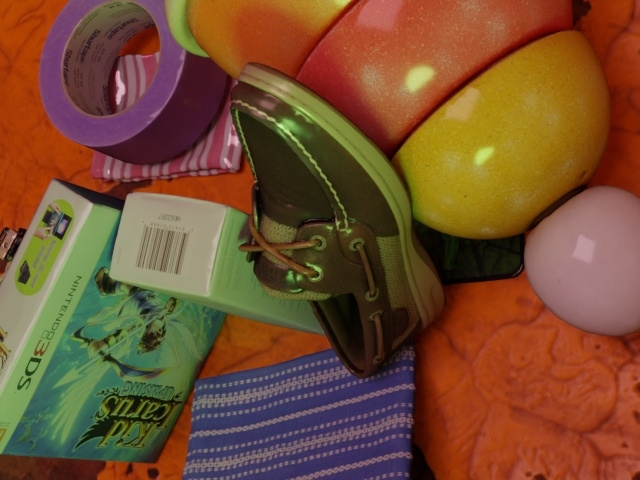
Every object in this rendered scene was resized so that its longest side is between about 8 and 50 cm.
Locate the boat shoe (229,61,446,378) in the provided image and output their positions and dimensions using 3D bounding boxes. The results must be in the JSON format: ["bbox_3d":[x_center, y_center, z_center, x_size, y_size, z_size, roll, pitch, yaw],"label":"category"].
[{"bbox_3d":[0.000,0.000,1.126,0.123,0.342,0.123,28,70,36],"label":"boat shoe"}]

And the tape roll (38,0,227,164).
[{"bbox_3d":[-0.196,-0.179,1.430,0.189,0.080,0.189,-7,75,29],"label":"tape roll"}]

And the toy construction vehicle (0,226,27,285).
[{"bbox_3d":[-0.325,0.030,1.527,0.086,0.035,0.098,31,98,23],"label":"toy construction vehicle"}]

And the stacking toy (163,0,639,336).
[{"bbox_3d":[0.122,-0.117,1.157,0.350,0.350,0.480,-38,78,19],"label":"stacking toy"}]

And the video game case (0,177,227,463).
[{"bbox_3d":[-0.200,0.088,1.288,0.061,0.269,0.244,30,96,31],"label":"video game case"}]

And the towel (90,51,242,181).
[{"bbox_3d":[-0.161,-0.137,1.462,0.197,0.029,0.144,-2,78,32],"label":"towel"}]

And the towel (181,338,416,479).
[{"bbox_3d":[-0.033,0.233,1.200,0.243,0.040,0.336,-17,44,24],"label":"towel"}]

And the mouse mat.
[{"bbox_3d":[0.119,-0.052,1.279,0.152,0.007,0.190,-7,74,31],"label":"mouse mat"}]

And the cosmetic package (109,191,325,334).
[{"bbox_3d":[-0.070,0.026,1.243,0.117,0.231,0.085,10,84,33],"label":"cosmetic package"}]
